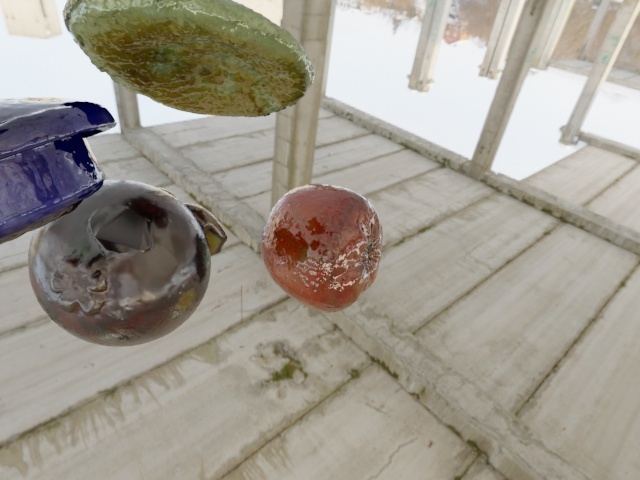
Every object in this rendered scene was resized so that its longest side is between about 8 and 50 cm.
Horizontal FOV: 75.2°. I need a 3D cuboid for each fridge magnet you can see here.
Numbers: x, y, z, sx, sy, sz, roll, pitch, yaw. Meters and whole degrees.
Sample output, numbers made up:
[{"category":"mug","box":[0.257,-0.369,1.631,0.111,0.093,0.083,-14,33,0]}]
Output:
[{"category":"fridge magnet","box":[-0.303,-0.052,0.352,0.265,0.113,0.266,-17,-157,7]}]

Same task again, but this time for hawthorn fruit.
[{"category":"hawthorn fruit","box":[0.000,0.000,0.917,0.299,0.276,0.275,36,-137,28]}]

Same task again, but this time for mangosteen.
[{"category":"mangosteen","box":[-0.333,0.031,0.729,0.310,0.312,0.311,6,-145,-4]}]

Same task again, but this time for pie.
[{"category":"pie","box":[-0.158,-0.245,0.569,0.322,0.071,0.323,4,177,0]}]
